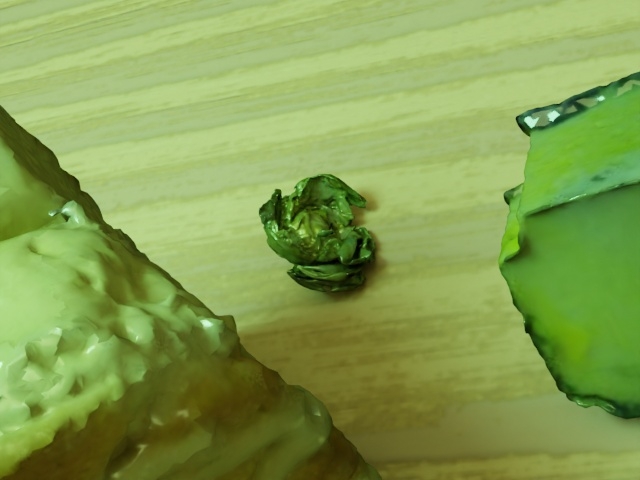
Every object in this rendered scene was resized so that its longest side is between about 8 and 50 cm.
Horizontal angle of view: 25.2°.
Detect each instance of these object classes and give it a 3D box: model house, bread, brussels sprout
[{"bbox_3d":[0.220,-0.024,0.871,0.194,0.170,0.211,-20,28,24],"label":"model house"},{"bbox_3d":[-0.191,0.168,0.807,0.390,0.371,0.279,-42,49,-4],"label":"bread"},{"bbox_3d":[0.000,0.000,0.996,0.085,0.058,0.085,5,50,-6],"label":"brussels sprout"}]
